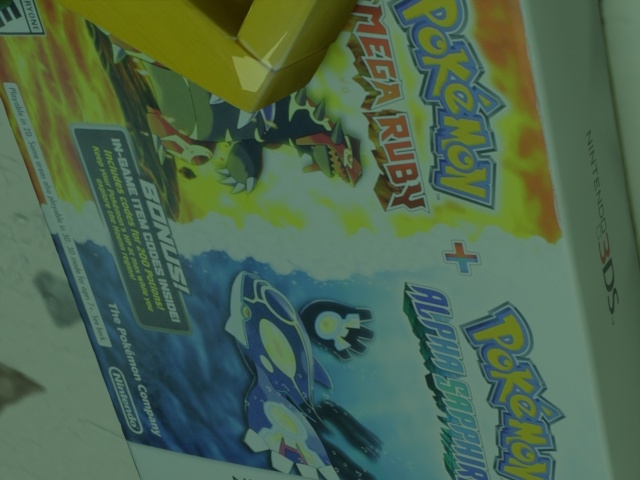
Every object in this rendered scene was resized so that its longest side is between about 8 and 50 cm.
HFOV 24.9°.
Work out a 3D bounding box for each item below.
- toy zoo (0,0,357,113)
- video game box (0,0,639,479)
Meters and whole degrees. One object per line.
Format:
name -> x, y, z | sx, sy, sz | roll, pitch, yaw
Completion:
toy zoo -> -0.038, -0.162, 0.316 | 0.192, 0.030, 0.293 | 41, 129, 12
video game box -> 0.000, 0.000, 0.436 | 0.187, 0.048, 0.205 | 2, 122, 31
